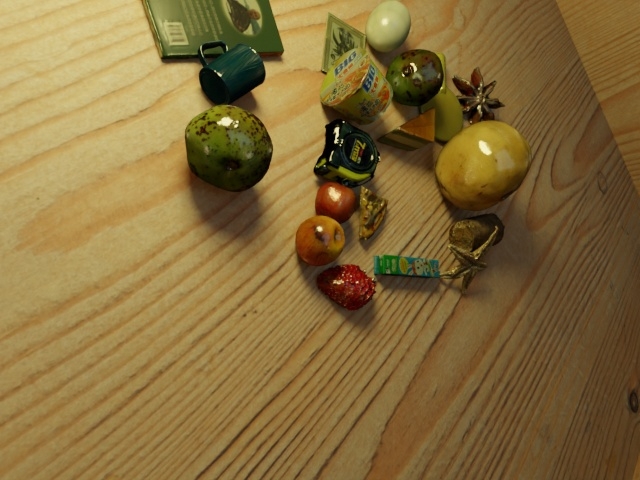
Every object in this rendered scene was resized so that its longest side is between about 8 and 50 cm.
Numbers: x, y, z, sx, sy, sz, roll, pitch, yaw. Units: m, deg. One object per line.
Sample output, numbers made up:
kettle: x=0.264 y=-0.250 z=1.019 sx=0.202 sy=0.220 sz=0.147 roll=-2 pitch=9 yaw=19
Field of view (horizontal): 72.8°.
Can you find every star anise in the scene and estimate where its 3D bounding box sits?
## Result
star anise: x=0.656 y=-0.590 z=1.830 sx=0.289 sy=0.088 sz=0.287 roll=1 pitch=88 yaw=-25

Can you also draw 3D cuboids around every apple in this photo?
apple: x=0.000 y=0.000 z=1.206 sx=0.147 sy=0.147 sz=0.146 roll=8 pitch=77 yaw=-35

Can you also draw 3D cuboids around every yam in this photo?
yam: x=0.591 y=-0.026 z=1.648 sx=0.239 sy=0.128 sz=0.129 roll=-14 pitch=56 yaw=-42

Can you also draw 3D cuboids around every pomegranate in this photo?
pomegranate: x=-0.222 y=-0.238 z=1.074 sx=0.214 sy=0.214 sz=0.247 roll=35 pitch=25 yaw=-26
pomegranate: x=0.338 y=-0.566 z=1.535 sx=0.248 sy=0.202 sz=0.201 roll=-16 pitch=91 yaw=-64
pomegranate: x=0.579 y=-0.274 z=1.570 sx=0.333 sy=0.333 sz=0.331 roll=8 pitch=77 yaw=-35

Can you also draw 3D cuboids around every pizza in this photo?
pizza: x=0.165 y=-0.109 z=1.367 sx=0.184 sy=0.036 sz=0.176 roll=-50 pitch=138 yaw=-38

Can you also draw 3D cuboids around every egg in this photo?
egg: x=0.239 y=-0.749 z=1.514 sx=0.151 sy=0.151 sz=0.209 roll=45 pitch=53 yaw=-21

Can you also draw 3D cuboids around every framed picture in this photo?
framed picture: x=0.082 y=-0.633 z=1.463 sx=0.173 sy=0.010 sz=0.231 roll=14 pitch=73 yaw=-33

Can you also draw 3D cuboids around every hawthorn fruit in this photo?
hawthorn fruit: x=0.042 y=-0.109 z=1.270 sx=0.128 sy=0.128 sz=0.127 roll=8 pitch=77 yaw=-35

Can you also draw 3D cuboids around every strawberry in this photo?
strawberry: x=0.092 y=0.131 z=1.278 sx=0.192 sy=0.085 sz=0.140 roll=46 pitch=60 yaw=-18

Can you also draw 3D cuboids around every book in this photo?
book: x=-0.290 y=-0.624 z=1.173 sx=0.371 sy=0.043 sz=0.260 roll=-19 pitch=95 yaw=-36

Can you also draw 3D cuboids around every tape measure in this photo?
tape measure: x=0.083 y=-0.252 z=1.330 sx=0.186 sy=0.112 sz=0.198 roll=23 pitch=73 yaw=-23

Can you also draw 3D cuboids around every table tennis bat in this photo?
table tennis bat: x=0.471 y=-0.565 z=1.713 sx=0.225 sy=0.054 sz=0.367 roll=1 pitch=83 yaw=-29

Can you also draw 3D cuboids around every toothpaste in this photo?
toothpaste: x=0.292 y=0.089 z=1.451 sx=0.267 sy=0.050 sz=0.065 roll=7 pitch=80 yaw=-35

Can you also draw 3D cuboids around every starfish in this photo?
starfish: x=0.528 y=0.072 z=1.549 sx=0.232 sy=0.048 sz=0.294 roll=8 pitch=120 yaw=-26

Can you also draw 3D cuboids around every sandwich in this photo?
sandwich: x=0.297 y=-0.406 z=1.513 sx=0.188 sy=0.117 sz=0.144 roll=8 pitch=74 yaw=-33

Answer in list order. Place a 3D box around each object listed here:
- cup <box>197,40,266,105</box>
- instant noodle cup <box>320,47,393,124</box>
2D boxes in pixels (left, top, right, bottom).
cup: x=-0.244 y=-0.438 z=1.133 sx=0.150 sy=0.113 sz=0.138 roll=37 pitch=59 yaw=9
instant noodle cup: x=0.117 y=-0.465 z=1.356 sx=0.153 sy=0.205 sz=0.204 roll=31 pitch=64 yaw=-39
